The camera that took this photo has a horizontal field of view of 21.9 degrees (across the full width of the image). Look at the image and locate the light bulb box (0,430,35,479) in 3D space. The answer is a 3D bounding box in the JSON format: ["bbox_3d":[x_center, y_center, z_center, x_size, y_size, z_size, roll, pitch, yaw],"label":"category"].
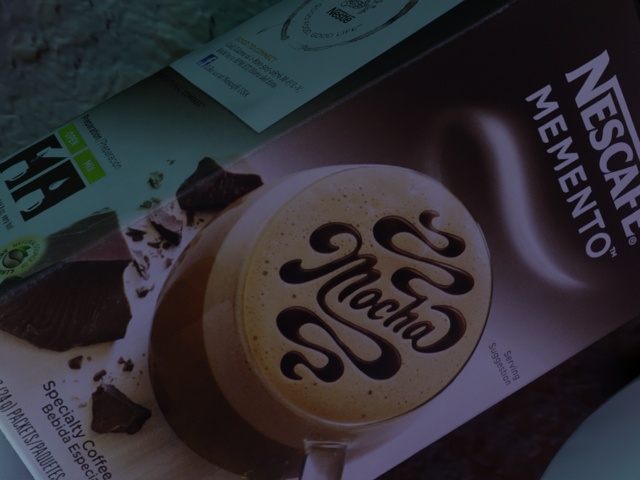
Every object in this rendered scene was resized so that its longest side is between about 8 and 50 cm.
[{"bbox_3d":[-0.215,0.190,0.906,0.361,0.358,0.225,-23,119,37],"label":"light bulb box"}]

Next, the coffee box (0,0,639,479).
[{"bbox_3d":[0.000,0.000,0.699,0.297,0.119,0.168,-31,120,-6],"label":"coffee box"}]

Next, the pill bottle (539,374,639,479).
[{"bbox_3d":[0.283,0.245,0.830,0.224,0.224,0.392,-23,117,37],"label":"pill bottle"}]
